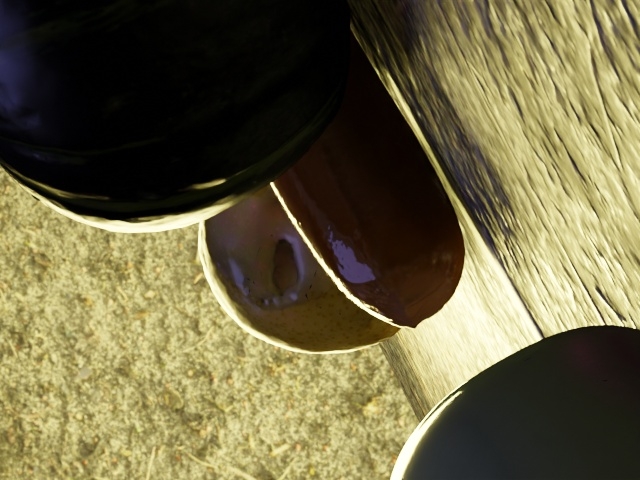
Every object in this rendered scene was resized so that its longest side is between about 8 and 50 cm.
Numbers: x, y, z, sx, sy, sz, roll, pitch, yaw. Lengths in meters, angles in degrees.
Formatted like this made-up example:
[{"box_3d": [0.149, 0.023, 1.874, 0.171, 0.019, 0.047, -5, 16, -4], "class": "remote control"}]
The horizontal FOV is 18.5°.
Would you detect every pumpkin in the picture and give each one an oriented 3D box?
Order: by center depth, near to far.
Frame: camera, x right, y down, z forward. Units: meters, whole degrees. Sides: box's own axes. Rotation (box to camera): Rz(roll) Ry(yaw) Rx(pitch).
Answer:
[{"box_3d": [-0.122, -0.165, 1.139, 0.323, 0.241, 0.323, 61, 171, 16], "class": "pumpkin"}]

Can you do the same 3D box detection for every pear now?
[{"box_3d": [0.000, 0.000, 1.429, 0.178, 0.178, 0.178, 63, 177, 5], "class": "pear"}]

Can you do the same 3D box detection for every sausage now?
[{"box_3d": [0.008, -0.062, 1.272, 0.274, 0.105, 0.105, 61, 177, 32], "class": "sausage"}]

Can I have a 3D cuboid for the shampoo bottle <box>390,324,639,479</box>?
[{"box_3d": [0.132, 0.158, 0.567, 0.222, 0.151, 0.349, 66, 176, -19], "class": "shampoo bottle"}]
